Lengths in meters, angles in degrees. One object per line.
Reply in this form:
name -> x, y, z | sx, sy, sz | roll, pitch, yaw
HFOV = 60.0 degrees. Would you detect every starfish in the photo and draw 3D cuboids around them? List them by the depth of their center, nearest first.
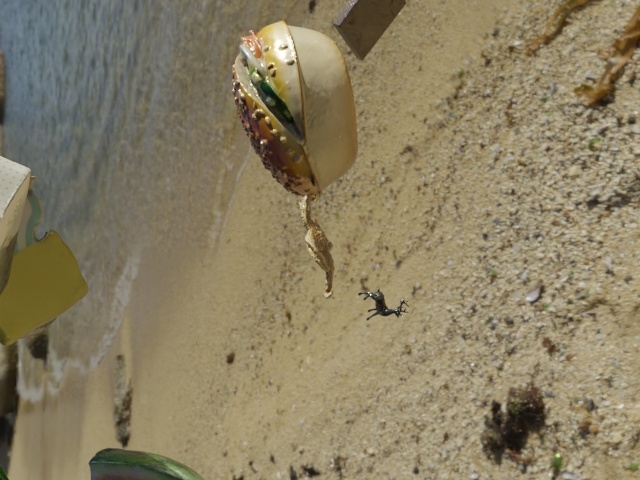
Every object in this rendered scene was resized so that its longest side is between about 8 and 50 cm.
starfish -> -0.010, 0.003, 1.000 | 0.053, 0.150, 0.209 | -17, 80, 16

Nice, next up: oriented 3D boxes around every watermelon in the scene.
watermelon -> -0.285, 0.530, 1.061 | 0.292, 0.222, 0.319 | 105, 154, -80

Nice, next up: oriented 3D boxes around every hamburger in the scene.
hamburger -> -0.033, -0.167, 0.730 | 0.237, 0.147, 0.236 | 165, 90, -85

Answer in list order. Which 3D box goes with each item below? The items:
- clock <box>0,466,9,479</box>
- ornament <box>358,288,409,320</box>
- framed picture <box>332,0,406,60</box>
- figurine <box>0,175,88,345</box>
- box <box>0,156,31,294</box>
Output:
clock -> -0.700, 0.451, 0.952 | 0.106, 0.255, 0.219 | 0, 116, 38
ornament -> 0.147, 0.145, 1.262 | 0.125, 0.028, 0.073 | -10, 100, 43
framed picture -> 0.112, -0.506, 1.232 | 0.023, 0.128, 0.168 | 38, 92, 35
figurine -> -0.791, 0.054, 1.323 | 0.378, 0.266, 0.361 | -5, 98, 35
box -> -0.533, -0.019, 0.749 | 0.330, 0.210, 0.095 | -45, 28, 45
